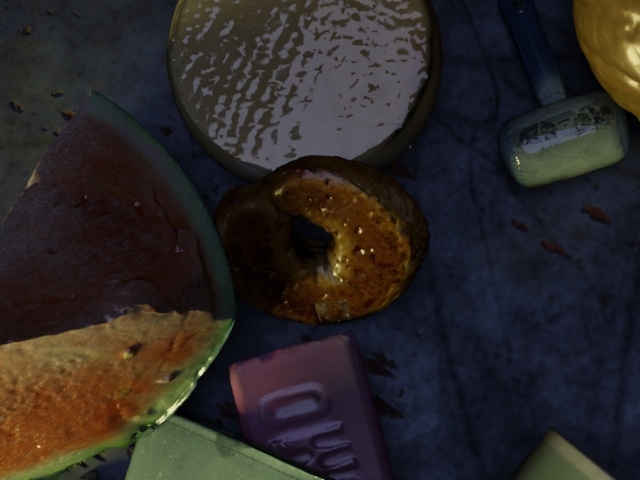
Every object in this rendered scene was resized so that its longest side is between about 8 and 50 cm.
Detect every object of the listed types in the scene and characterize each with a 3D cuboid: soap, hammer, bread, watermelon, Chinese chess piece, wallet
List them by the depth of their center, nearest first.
[{"bbox_3d":[-0.104,0.280,0.981,0.054,0.290,0.251,22,82,-35],"label":"wallet"},{"bbox_3d":[-0.212,0.095,1.028,0.222,0.292,0.319,26,45,-6],"label":"watermelon"},{"bbox_3d":[0.000,0.192,1.034,0.122,0.065,0.203,-16,68,1],"label":"soap"},{"bbox_3d":[0.000,0.000,1.038,0.193,0.193,0.064,-2,41,6],"label":"bread"},{"bbox_3d":[0.200,-0.147,1.078,0.116,0.069,0.193,-18,75,5],"label":"hammer"},{"bbox_3d":[-0.014,-0.165,1.081,0.251,0.097,0.250,-1,84,5],"label":"Chinese chess piece"}]

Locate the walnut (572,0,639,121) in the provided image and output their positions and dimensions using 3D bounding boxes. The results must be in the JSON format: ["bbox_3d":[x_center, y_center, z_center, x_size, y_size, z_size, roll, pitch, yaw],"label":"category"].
[{"bbox_3d":[0.318,-0.188,0.987,0.228,0.228,0.227,-1,84,6],"label":"walnut"}]

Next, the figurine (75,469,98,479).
[{"bbox_3d":[-0.225,0.250,1.086,0.047,0.050,0.083,32,88,14],"label":"figurine"}]

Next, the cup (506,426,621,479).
[{"bbox_3d":[0.205,0.339,0.881,0.259,0.356,0.274,38,91,-7],"label":"cup"}]
